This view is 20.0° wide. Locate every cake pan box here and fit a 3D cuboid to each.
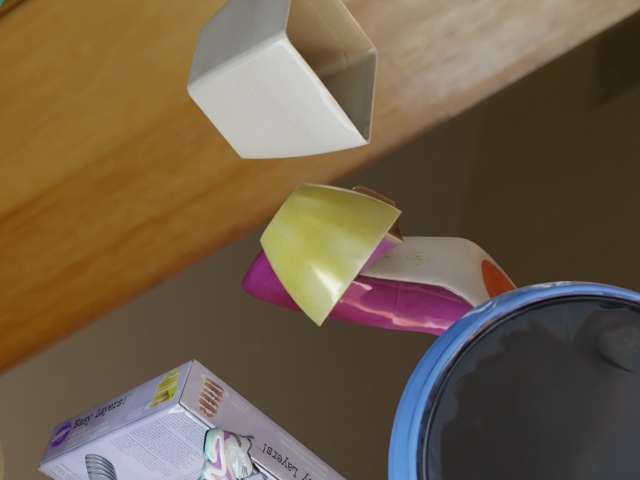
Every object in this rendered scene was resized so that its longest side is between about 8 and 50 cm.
[{"bbox_3d":[-0.130,0.261,1.974,0.267,0.246,0.070,40,-134,-24],"label":"cake pan box"}]

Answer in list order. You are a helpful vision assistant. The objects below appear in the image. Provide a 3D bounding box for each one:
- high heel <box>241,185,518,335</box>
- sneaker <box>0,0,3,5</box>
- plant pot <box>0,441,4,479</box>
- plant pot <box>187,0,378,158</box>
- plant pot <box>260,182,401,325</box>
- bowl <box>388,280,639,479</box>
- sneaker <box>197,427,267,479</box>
[{"bbox_3d":[0.091,0.069,2.090,0.377,0.181,0.127,35,-146,-34],"label":"high heel"},{"bbox_3d":[-0.302,-0.124,1.120,0.124,0.295,0.178,41,-126,-33],"label":"sneaker"},{"bbox_3d":[-0.437,0.243,1.911,0.256,0.274,0.256,5,-102,-25],"label":"plant pot"},{"bbox_3d":[-0.031,-0.120,1.268,0.109,0.096,0.109,51,-151,-34],"label":"plant pot"},{"bbox_3d":[0.000,0.000,1.728,0.095,0.134,0.134,35,-153,1],"label":"plant pot"},{"bbox_3d":[0.263,0.228,1.798,0.391,0.391,0.077,64,169,8],"label":"bowl"},{"bbox_3d":[-0.087,0.238,1.810,0.038,0.069,0.098,-112,32,-77],"label":"sneaker"}]
